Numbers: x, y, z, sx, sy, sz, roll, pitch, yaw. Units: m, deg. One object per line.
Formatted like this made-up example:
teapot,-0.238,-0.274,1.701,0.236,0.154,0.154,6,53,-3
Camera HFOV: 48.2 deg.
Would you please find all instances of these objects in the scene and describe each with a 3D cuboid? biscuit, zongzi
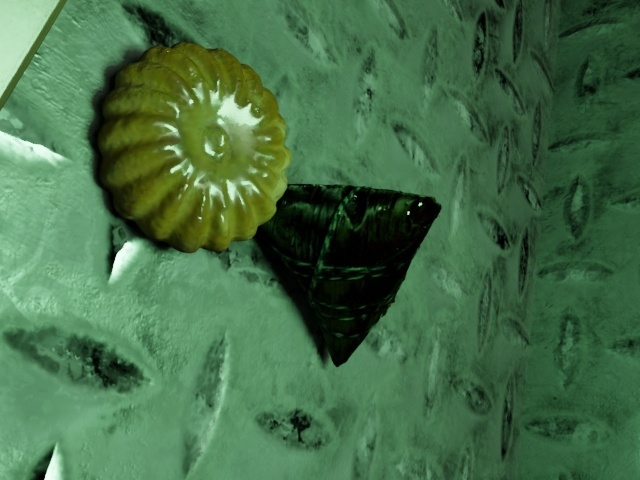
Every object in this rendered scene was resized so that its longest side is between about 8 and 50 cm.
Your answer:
biscuit,-0.175,-0.142,1.084,0.326,0.107,0.325,2,87,-38
zongzi,0.000,0.000,1.316,0.383,0.363,0.318,101,4,-61

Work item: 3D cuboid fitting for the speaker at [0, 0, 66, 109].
speaker,-0.401,-0.247,0.759,0.192,0.153,0.230,40,69,-46
